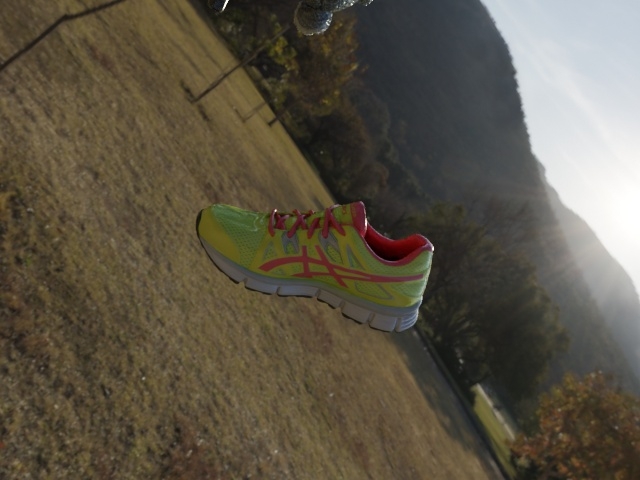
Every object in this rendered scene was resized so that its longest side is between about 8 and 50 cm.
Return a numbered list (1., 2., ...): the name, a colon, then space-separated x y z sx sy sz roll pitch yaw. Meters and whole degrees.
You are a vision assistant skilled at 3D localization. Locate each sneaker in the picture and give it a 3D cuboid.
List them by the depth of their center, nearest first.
1. sneaker: 0.000 0.000 0.489 0.208 0.094 0.081 18 30 -9

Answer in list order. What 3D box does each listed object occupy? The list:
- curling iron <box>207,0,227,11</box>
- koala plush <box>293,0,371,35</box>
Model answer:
1. curling iron: -0.071 -0.379 0.612 0.068 0.274 0.035 16 9 -8
2. koala plush: 0.021 -0.440 0.904 0.203 0.196 0.222 20 61 -10
